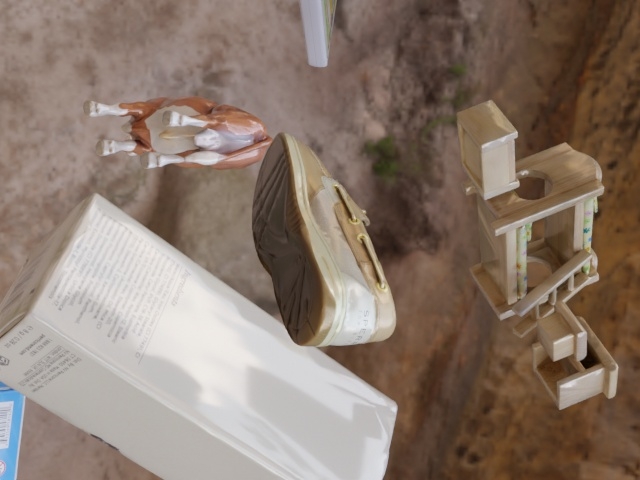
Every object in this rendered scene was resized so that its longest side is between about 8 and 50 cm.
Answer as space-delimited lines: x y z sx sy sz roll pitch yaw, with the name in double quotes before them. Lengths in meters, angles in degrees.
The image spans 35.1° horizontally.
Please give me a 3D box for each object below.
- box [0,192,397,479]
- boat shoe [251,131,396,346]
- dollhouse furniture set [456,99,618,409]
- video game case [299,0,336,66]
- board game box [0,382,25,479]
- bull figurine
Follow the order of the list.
"box" -0.082 0.098 0.687 0.275 0.094 0.113 38 45 -20
"boat shoe" 0.000 0.000 0.470 0.050 0.045 0.135 -61 -151 34
"dollhouse furniture set" 0.186 0.002 0.745 0.182 0.101 0.161 76 -10 -47
"video game case" 0.004 -0.296 0.970 0.212 0.023 0.193 79 19 -77
"board game box" -0.370 0.217 0.883 0.086 0.302 0.308 0 105 -39
"bull figurine" -0.211 -0.152 1.423 0.188 0.310 0.101 -9 101 -46
